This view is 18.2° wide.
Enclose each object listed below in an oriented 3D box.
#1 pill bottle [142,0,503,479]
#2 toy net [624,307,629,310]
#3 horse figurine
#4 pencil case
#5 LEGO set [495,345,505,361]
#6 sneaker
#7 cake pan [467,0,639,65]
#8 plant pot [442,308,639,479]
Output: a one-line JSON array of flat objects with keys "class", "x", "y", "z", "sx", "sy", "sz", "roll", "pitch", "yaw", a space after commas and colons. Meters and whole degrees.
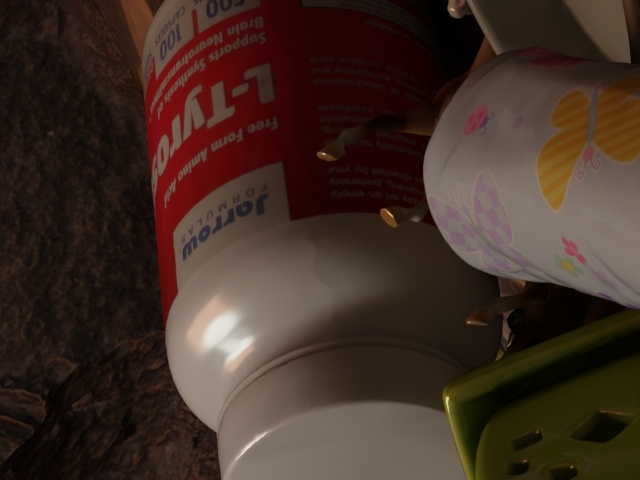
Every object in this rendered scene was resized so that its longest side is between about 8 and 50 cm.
[{"class": "pill bottle", "x": 0.000, "y": 0.000, "z": 1.381, "sx": 0.229, "sy": 0.229, "sz": 0.408, "roll": 76, "pitch": -176, "yaw": -49}, {"class": "toy net", "x": 0.224, "y": 0.146, "z": 1.153, "sx": 0.232, "sy": 0.122, "sz": 0.045, "roll": 56, "pitch": 140, "yaw": 13}, {"class": "horse figurine", "x": 0.121, "y": -0.027, "z": 1.233, "sx": 0.263, "sy": 0.174, "sz": 0.066, "roll": 54, "pitch": 155, "yaw": -9}, {"class": "pencil case", "x": 0.160, "y": -0.017, "z": 0.891, "sx": 0.124, "sy": 0.113, "sz": 0.273, "roll": 36, "pitch": 171, "yaw": -28}, {"class": "LEGO set", "x": 0.116, "y": 0.117, "z": 1.724, "sx": 0.132, "sy": 0.107, "sz": 0.287, "roll": 115, "pitch": 130, "yaw": -79}, {"class": "sneaker", "x": 0.164, "y": 0.081, "z": 1.451, "sx": 0.188, "sy": 0.071, "sz": 0.066, "roll": 80, "pitch": 163, "yaw": -57}, {"class": "cake pan", "x": 0.119, "y": -0.187, "z": 1.061, "sx": 0.293, "sy": 0.054, "sz": 0.293, "roll": 156, "pitch": 90, "yaw": -82}, {"class": "plant pot", "x": 0.194, "y": 0.151, "z": 1.000, "sx": 0.207, "sy": 0.227, "sz": 0.228, "roll": -116, "pitch": 5, "yaw": -62}]
